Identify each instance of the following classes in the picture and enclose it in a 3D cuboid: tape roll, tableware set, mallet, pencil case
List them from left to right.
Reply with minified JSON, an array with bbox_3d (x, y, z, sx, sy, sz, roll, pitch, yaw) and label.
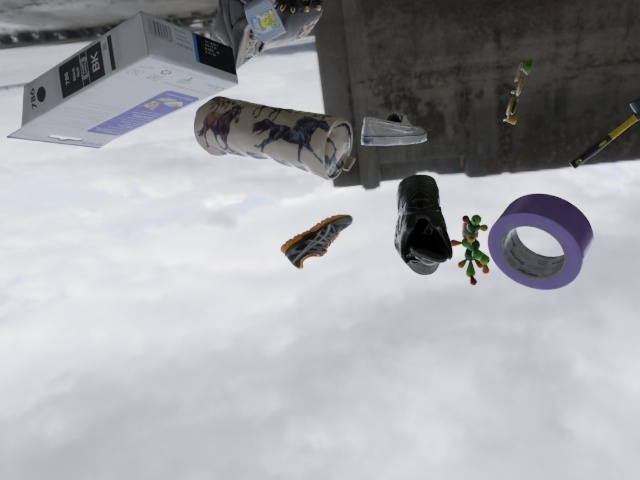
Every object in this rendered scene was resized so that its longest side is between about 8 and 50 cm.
[{"bbox_3d":[-0.118,-0.269,1.360,0.410,0.160,0.183,15,175,20],"label":"pencil case"},{"bbox_3d":[0.489,-0.364,1.273,0.024,0.154,0.104,14,-165,6],"label":"tableware set"},{"bbox_3d":[0.448,0.004,1.062,0.189,0.189,0.080,11,-139,41],"label":"tape roll"},{"bbox_3d":[0.601,-0.208,1.050,0.062,0.190,0.039,43,-158,6],"label":"mallet"}]

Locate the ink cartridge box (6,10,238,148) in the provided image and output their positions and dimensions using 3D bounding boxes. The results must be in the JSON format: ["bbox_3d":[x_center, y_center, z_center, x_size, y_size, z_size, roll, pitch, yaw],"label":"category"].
[{"bbox_3d":[-0.297,-0.215,0.752,0.332,0.065,0.165,-13,176,31],"label":"ink cartridge box"}]

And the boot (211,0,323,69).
[{"bbox_3d":[-0.116,-0.613,1.324,0.284,0.138,0.377,-35,170,-32],"label":"boot"}]

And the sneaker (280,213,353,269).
[{"bbox_3d":[0.000,0.000,1.404,0.214,0.083,0.084,-31,168,3],"label":"sneaker"}]

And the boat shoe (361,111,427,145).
[{"bbox_3d":[0.209,-0.306,1.410,0.095,0.084,0.258,12,-161,38],"label":"boat shoe"}]

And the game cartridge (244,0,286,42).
[{"bbox_3d":[-0.102,-0.399,0.938,0.056,0.083,0.017,-19,-121,12],"label":"game cartridge"}]

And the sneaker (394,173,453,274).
[{"bbox_3d":[0.166,0.013,0.851,0.087,0.227,0.130,-3,-128,8],"label":"sneaker"}]

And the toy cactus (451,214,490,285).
[{"bbox_3d":[0.438,0.006,1.529,0.112,0.219,0.180,-10,-148,13],"label":"toy cactus"}]
